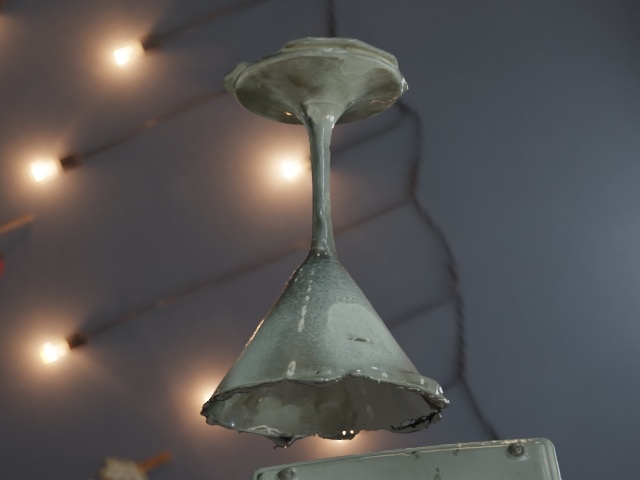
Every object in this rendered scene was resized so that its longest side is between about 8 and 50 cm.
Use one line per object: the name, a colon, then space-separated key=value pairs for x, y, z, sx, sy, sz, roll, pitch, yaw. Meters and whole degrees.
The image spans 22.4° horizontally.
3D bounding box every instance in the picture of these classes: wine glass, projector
wine glass: x=0.000 y=0.000 z=1.015 sx=0.156 sy=0.156 sz=0.232 roll=87 pitch=2 yaw=-70
projector: x=0.042 y=0.150 z=0.742 sx=0.115 sy=0.147 sz=0.061 roll=-94 pitch=177 yaw=-50
